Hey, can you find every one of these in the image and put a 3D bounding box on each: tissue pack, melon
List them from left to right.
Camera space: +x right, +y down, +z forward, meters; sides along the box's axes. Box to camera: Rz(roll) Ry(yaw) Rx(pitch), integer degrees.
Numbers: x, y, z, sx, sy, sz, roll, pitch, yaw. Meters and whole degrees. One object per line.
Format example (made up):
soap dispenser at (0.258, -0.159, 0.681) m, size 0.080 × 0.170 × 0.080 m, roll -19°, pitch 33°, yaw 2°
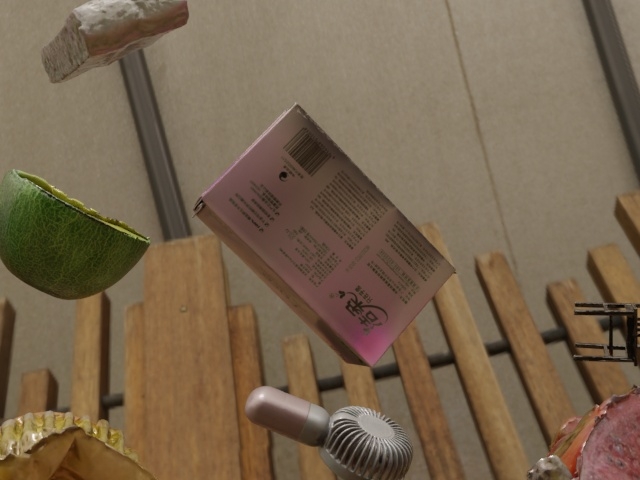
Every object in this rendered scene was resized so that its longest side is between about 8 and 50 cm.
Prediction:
melon at (-0.427, 0.015, 1.336) m, size 0.265 × 0.129 × 0.169 m, roll 29°, pitch -89°, yaw -19°
tissue pack at (0.000, 0.000, 0.859) m, size 0.246 × 0.092 × 0.148 m, roll 46°, pitch -106°, yaw -7°

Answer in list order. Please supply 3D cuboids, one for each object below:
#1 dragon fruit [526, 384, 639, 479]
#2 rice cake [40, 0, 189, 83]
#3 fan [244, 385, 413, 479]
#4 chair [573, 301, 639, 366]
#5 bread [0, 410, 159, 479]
dragon fruit at (0.291, 0.326, 0.750) m, size 0.296 × 0.314 × 0.263 m, roll -31°, pitch -19°, yaw -37°
rice cake at (-0.219, -0.211, 0.835) m, size 0.106 × 0.298 × 0.050 m, roll -27°, pitch -75°, yaw -20°
fan at (0.011, 0.267, 1.129) m, size 0.244 × 0.130 × 0.074 m, roll 22°, pitch -73°, yaw -1°
chair at (0.488, 0.135, 1.210) m, size 0.212 × 0.101 × 0.084 m, roll 0°, pitch -85°, yaw 19°
bread at (-0.243, 0.273, 0.633) m, size 0.204 × 0.288 × 0.156 m, roll 39°, pitch -16°, yaw -7°
